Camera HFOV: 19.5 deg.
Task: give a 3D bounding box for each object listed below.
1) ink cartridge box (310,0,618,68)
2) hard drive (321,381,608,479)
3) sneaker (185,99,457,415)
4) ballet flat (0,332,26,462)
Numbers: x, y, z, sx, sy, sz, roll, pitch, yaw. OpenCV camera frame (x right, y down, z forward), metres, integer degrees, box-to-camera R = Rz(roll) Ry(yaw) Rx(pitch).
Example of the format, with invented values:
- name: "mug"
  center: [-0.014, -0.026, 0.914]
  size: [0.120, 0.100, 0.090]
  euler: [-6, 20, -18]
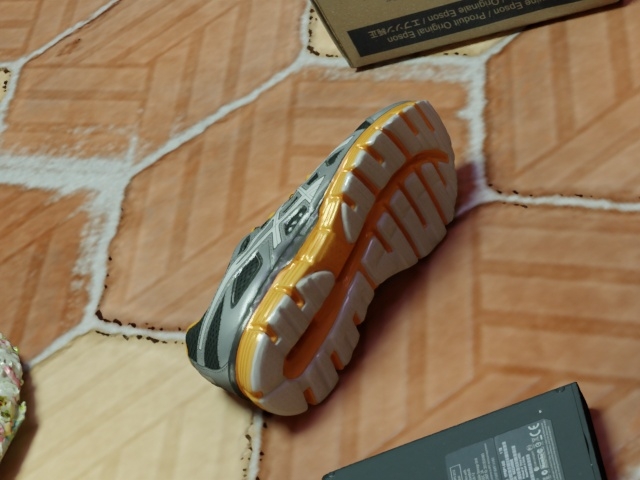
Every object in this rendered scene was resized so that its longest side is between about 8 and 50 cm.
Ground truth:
- name: "ink cartridge box"
  center: [0.109, -0.234, 1.245]
  size: [0.193, 0.088, 0.234]
  euler: [-12, 38, 26]
- name: "hard drive"
  center: [0.067, 0.124, 0.867]
  size: [0.135, 0.022, 0.094]
  euler: [-21, 35, 11]
- name: "sneaker"
  center: [0.000, 0.000, 1.028]
  size: [0.083, 0.084, 0.215]
  euler: [4, 47, 46]
- name: "ballet flat"
  center: [-0.221, 0.115, 1.042]
  size: [0.091, 0.077, 0.241]
  euler: [-20, 34, 15]
